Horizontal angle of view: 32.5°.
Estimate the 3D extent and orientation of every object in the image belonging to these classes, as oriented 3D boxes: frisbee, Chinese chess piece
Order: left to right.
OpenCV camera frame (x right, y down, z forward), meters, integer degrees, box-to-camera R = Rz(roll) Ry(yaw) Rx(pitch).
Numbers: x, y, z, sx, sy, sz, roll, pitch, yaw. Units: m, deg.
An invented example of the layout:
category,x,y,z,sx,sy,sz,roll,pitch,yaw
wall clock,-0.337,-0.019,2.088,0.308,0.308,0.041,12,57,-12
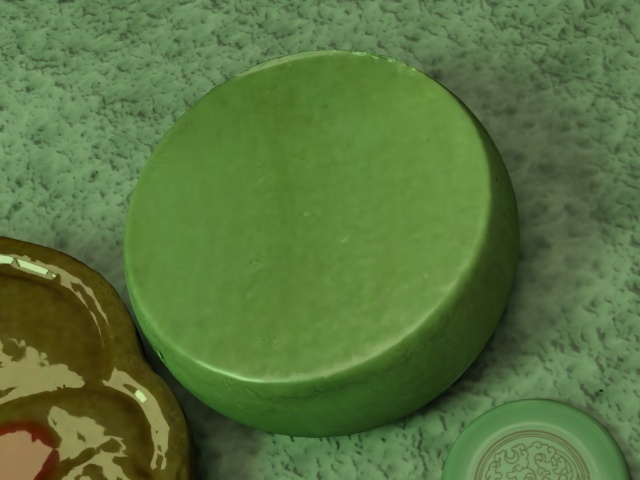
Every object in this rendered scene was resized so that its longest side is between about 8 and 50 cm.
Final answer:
category,x,y,z,sx,sy,sz,roll,pitch,yaw
Chinese chess piece,0.000,0.000,0.696,0.250,0.101,0.250,-7,62,14
frisbee,0.124,0.143,0.636,0.110,0.014,0.110,-8,62,15

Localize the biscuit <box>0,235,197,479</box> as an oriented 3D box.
category,x,y,z,sx,sy,sz,roll,pitch,yaw
biscuit,-0.235,0.194,0.655,0.350,0.078,0.455,-21,67,-7
